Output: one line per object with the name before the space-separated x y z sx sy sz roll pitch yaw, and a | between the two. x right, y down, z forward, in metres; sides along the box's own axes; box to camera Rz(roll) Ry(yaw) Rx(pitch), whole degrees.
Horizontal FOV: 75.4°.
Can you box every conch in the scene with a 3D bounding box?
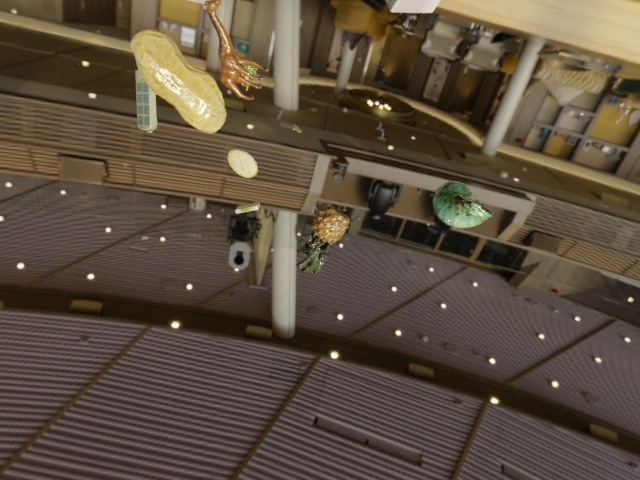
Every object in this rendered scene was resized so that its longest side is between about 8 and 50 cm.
conch | 0.459 -0.115 1.368 0.175 0.122 0.188 4 -143 0

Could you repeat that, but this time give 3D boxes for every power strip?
power strip | -0.581 -0.475 1.379 0.079 0.227 0.029 12 -164 34

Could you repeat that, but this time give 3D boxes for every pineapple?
pineapple | 0.001 0.000 1.449 0.128 0.248 0.128 28 -170 -5

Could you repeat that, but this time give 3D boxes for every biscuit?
biscuit | -0.338 -0.332 1.795 0.152 0.152 0.020 22 -130 12

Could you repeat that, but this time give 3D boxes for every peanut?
peanut | -0.386 -0.437 1.154 0.313 0.149 0.149 42 -168 -31

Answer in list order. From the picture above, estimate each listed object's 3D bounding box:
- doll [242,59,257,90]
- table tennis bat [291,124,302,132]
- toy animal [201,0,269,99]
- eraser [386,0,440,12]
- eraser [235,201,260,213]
doll | -0.278 -0.658 1.643 0.076 0.113 0.078 -18 -160 -20
table tennis bat | -0.102 -0.470 1.741 0.050 0.007 0.083 46 -158 2
toy animal | -0.259 -0.550 1.211 0.229 0.224 0.066 31 -134 -9
eraser | 0.286 -0.652 0.815 0.213 0.397 0.082 -26 -106 -38
eraser | -0.259 -0.117 1.473 0.083 0.019 0.038 -10 -150 9
